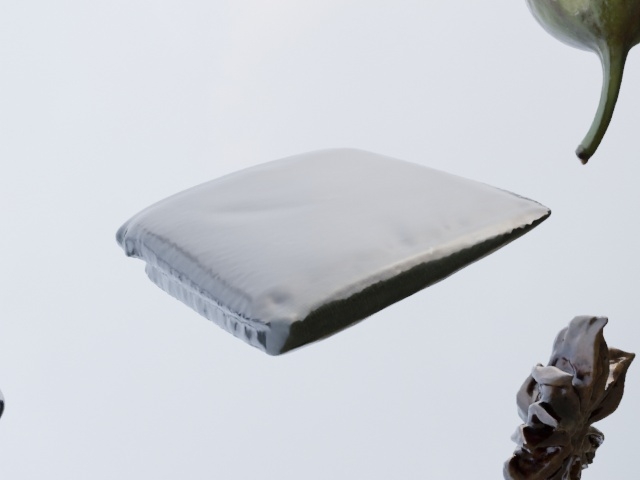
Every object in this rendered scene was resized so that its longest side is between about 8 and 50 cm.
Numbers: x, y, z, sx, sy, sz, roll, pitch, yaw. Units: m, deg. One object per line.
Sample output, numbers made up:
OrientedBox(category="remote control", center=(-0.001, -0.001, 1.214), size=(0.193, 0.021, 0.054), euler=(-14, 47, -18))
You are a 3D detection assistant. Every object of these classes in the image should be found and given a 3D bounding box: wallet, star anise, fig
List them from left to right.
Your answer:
OrientedBox(category="wallet", center=(0.000, 0.000, 0.807), size=(0.169, 0.245, 0.052), euler=(-22, -72, -18))
OrientedBox(category="star anise", center=(0.268, 0.192, 1.682), size=(0.220, 0.099, 0.214), euler=(-55, -28, -20))
OrientedBox(category="fig", center=(0.263, -0.194, 1.423), size=(0.149, 0.149, 0.245), euler=(51, -142, -67))

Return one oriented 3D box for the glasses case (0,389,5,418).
OrientedBox(category="glasses case", center=(-0.310, 0.152, 1.418), size=(0.083, 0.023, 0.033), euler=(34, 107, 66))
